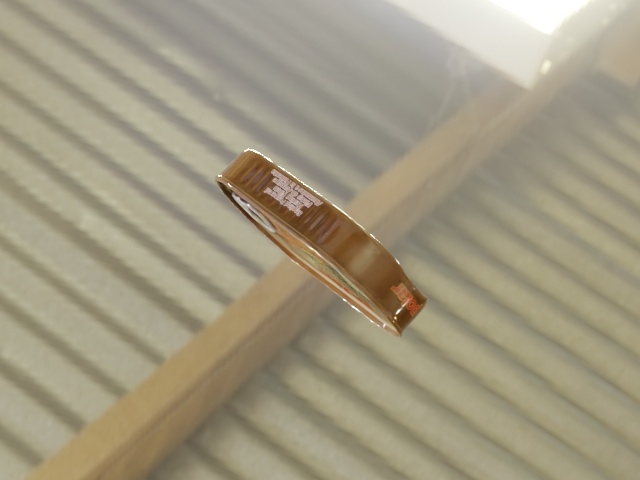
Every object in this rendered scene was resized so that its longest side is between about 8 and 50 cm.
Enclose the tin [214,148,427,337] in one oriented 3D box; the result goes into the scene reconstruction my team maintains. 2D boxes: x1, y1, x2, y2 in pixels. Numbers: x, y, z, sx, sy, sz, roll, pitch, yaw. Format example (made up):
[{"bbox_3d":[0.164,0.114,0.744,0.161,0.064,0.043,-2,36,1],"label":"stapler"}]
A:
[{"bbox_3d":[0.000,0.000,1.165,0.040,0.106,0.189,-45,-133,-9],"label":"tin"}]
